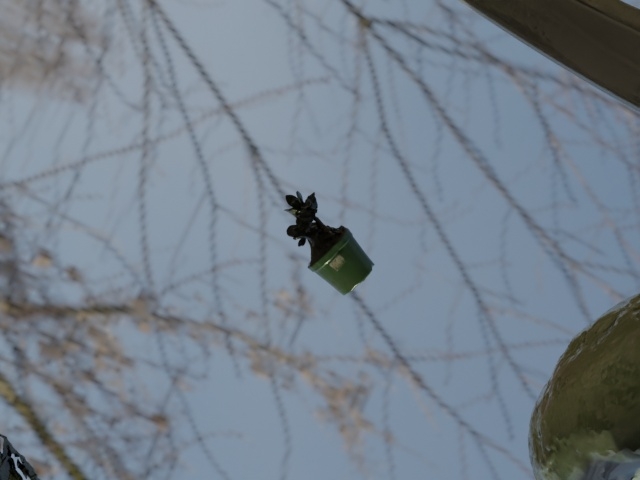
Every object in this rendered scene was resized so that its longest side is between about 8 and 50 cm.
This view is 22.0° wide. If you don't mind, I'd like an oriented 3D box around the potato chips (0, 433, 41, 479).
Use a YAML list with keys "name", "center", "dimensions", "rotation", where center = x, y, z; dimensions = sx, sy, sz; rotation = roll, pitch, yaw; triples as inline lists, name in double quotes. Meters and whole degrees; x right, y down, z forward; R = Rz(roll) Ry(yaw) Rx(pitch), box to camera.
- name: "potato chips"
  center: [-0.218, 0.232, 1.064]
  dimensions: [0.029, 0.220, 0.202]
  rotation: [-20, -94, 27]

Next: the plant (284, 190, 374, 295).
- name: "plant"
  center: [0.000, 0.000, 1.471]
  dimensions: [0.051, 0.102, 0.051]
  rotation: [-42, -173, 6]

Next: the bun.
- name: "bun"
  center: [0.295, 0.105, 1.262]
  dimensions: [0.283, 0.283, 0.179]
  rotation: [-31, -124, 45]

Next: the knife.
- name: "knife"
  center: [0.203, -0.181, 1.356]
  dimensions: [0.265, 0.041, 0.073]
  rotation: [35, -72, 34]
